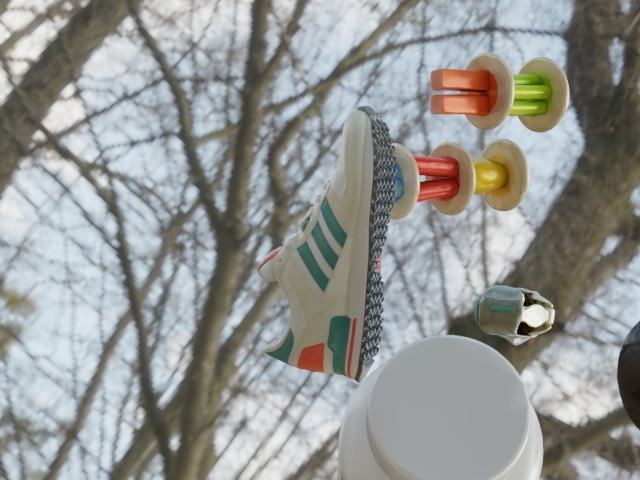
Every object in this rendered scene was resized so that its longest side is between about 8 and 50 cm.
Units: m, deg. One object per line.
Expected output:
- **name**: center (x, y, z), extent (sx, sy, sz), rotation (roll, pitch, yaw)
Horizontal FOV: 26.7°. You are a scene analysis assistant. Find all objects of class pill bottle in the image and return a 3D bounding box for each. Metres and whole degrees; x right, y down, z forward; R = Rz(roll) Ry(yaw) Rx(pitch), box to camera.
- **pill bottle**: center (0.054, 0.107, 0.644), extent (0.094, 0.094, 0.169), rotation (28, -23, 13)

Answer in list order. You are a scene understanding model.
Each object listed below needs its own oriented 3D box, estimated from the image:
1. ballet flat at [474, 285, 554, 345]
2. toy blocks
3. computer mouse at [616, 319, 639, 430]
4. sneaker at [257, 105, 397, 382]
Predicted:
- **ballet flat**: center (0.248, 0.093, 1.636), extent (0.068, 0.072, 0.213), rotation (3, -3, 24)
- **toy blocks**: center (0.084, -0.070, 0.912), extent (0.054, 0.148, 0.123), rotation (52, -47, 39)
- **computer mouse**: center (0.365, 0.136, 1.073), extent (0.272, 0.188, 0.072), rotation (24, -3, -14)
- **sneaker**: center (0.000, 0.000, 0.789), extent (0.075, 0.057, 0.161), rotation (5, -85, 14)
